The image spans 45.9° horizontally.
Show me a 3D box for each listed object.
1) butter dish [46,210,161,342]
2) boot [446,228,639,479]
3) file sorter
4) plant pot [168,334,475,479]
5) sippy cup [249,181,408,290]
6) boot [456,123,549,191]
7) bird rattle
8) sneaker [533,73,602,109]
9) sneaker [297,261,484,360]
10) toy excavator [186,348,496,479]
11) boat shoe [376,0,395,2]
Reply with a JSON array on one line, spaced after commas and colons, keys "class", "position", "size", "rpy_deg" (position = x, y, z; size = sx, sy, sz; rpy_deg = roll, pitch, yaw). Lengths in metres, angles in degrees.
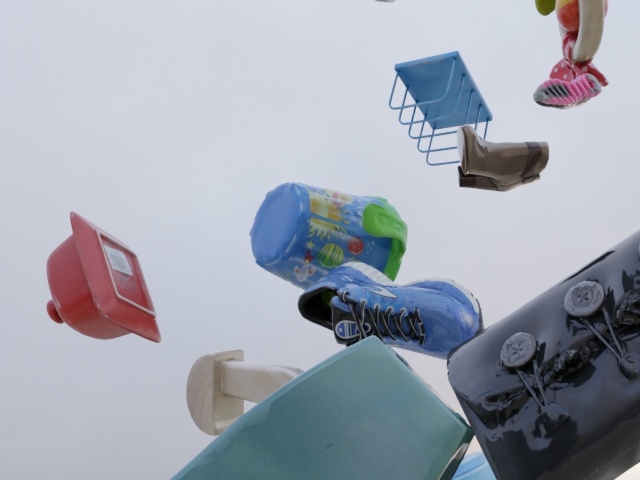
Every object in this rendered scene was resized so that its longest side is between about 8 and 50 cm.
[{"class": "butter dish", "position": [-0.299, 0.069, 0.979], "size": [0.118, 0.160, 0.160], "rpy_deg": [-27, -25, 7]}, {"class": "boot", "position": [0.318, 0.018, 0.760], "size": [0.146, 0.367, 0.445], "rpy_deg": [35, -66, -20]}, {"class": "file sorter", "position": [0.206, -0.221, 1.307], "size": [0.118, 0.104, 0.170], "rpy_deg": [-4, -34, 34]}, {"class": "plant pot", "position": [0.009, 0.204, 0.634], "size": [0.234, 0.165, 0.166], "rpy_deg": [-45, -22, -1]}, {"class": "sippy cup", "position": [0.000, 0.000, 1.411], "size": [0.224, 0.240, 0.305], "rpy_deg": [20, -59, -35]}, {"class": "boot", "position": [0.178, -0.083, 0.735], "size": [0.087, 0.042, 0.118], "rpy_deg": [-8, -21, 6]}, {"class": "bird rattle", "position": [0.409, -0.358, 1.229], "size": [0.143, 0.254, 0.207], "rpy_deg": [1, -6, 8]}, {"class": "sneaker", "position": [0.356, -0.209, 1.112], "size": [0.119, 0.047, 0.057], "rpy_deg": [-12, -19, -26]}, {"class": "sneaker", "position": [0.096, 0.123, 1.124], "size": [0.147, 0.130, 0.330], "rpy_deg": [-22, 21, -41]}, {"class": "toy excavator", "position": [0.031, 0.311, 1.086], "size": [0.433, 0.445, 0.222], "rpy_deg": [-31, -20, 30]}, {"class": "boat shoe", "position": [0.056, -0.382, 0.824], "size": [0.088, 0.268, 0.096], "rpy_deg": [3, -10, 12]}]
